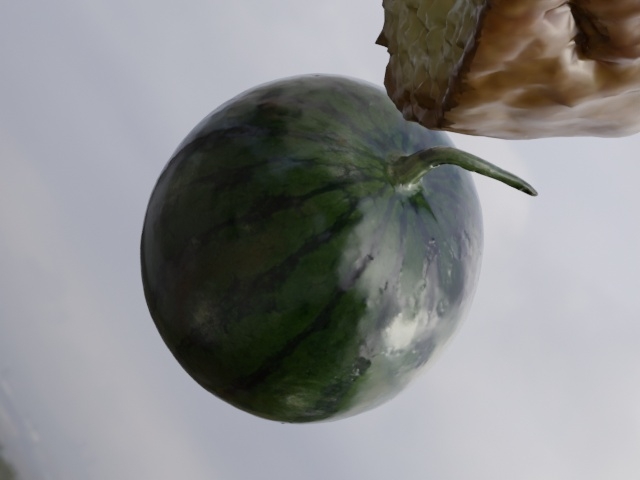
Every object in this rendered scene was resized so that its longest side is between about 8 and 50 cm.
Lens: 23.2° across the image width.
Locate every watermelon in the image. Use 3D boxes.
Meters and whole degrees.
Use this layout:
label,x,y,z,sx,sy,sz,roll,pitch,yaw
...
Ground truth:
label,x,y,z,sx,sy,sz,roll,pitch,yaw
watermelon,0.000,0.000,0.842,0.188,0.188,0.214,58,-36,7

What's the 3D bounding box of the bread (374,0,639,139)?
label,x,y,z,sx,sy,sz,roll,pitch,yaw
bread,0.129,-0.165,0.523,0.340,0.179,0.194,107,-24,-61
